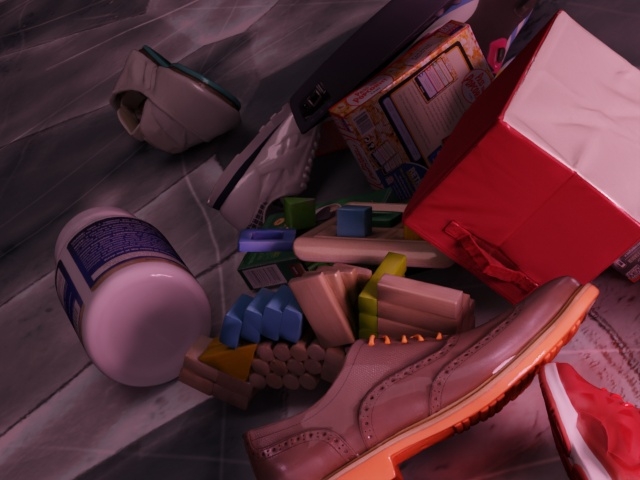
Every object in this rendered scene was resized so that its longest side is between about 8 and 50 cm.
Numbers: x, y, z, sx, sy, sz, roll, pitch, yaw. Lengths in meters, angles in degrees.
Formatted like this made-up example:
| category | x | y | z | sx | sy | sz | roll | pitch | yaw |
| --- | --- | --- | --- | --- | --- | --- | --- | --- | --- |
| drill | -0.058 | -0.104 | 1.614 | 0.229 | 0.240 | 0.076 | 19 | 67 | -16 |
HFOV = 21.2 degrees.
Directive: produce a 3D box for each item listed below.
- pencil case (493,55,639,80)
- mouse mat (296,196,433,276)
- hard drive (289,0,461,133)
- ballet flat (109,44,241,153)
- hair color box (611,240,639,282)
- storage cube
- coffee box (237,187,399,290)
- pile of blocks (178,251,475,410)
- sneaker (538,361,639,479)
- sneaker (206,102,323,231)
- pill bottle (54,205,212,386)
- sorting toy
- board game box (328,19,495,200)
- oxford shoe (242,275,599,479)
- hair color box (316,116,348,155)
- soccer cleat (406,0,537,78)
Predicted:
| category | x | y | z | sx | sy | sz | roll | pitch | yaw |
| --- | --- | --- | --- | --- | --- | --- | --- | --- | --- |
| pencil case | 0.309 | -0.146 | 1.900 | 0.124 | 0.113 | 0.273 | -33 | 25 | -27 |
| mouse mat | 0.069 | 0.002 | 1.924 | 0.190 | 0.007 | 0.152 | -16 | 33 | -9 |
| hard drive | 0.074 | -0.240 | 2.083 | 0.255 | 0.054 | 0.172 | -41 | 0 | 26 |
| ballet flat | -0.223 | -0.194 | 2.527 | 0.139 | 0.139 | 0.400 | -35 | 23 | -9 |
| hair color box | 0.336 | -0.030 | 1.721 | 0.072 | 0.043 | 0.141 | -48 | 8 | 46 |
| storage cube | 0.229 | -0.071 | 1.694 | 0.193 | 0.184 | 0.215 | -48 | 7 | 49 |
| coffee box | 0.000 | 0.000 | 2.039 | 0.184 | 0.040 | 0.113 | -13 | 32 | 31 |
| pile of blocks | 0.009 | 0.076 | 1.785 | 0.362 | 0.149 | 0.112 | -10 | 27 | 32 |
| sneaker | 0.271 | 0.169 | 1.462 | 0.128 | 0.087 | 0.221 | -19 | 37 | 1 |
| sneaker | -0.045 | -0.105 | 2.191 | 0.235 | 0.095 | 0.090 | -51 | -4 | -19 |
| pill bottle | -0.235 | 0.057 | 2.053 | 0.153 | 0.153 | 0.264 | -33 | 27 | -5 |
| sorting toy | 0.083 | -0.020 | 1.859 | 0.348 | 0.047 | 0.196 | 3 | 15 | 16 |
| board game box | 0.125 | -0.149 | 2.053 | 0.193 | 0.146 | 0.045 | -36 | 28 | -13 |
| oxford shoe | 0.094 | 0.125 | 1.585 | 0.364 | 0.132 | 0.130 | -35 | -14 | -9 |
| hair color box | 0.048 | -0.170 | 2.268 | 0.167 | 0.053 | 0.093 | -13 | 34 | 29 |
| soccer cleat | 0.179 | -0.245 | 2.230 | 0.331 | 0.116 | 0.143 | -52 | 11 | -31 |
